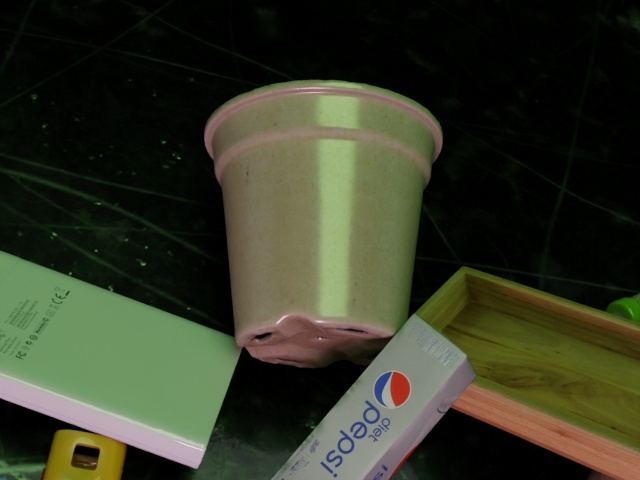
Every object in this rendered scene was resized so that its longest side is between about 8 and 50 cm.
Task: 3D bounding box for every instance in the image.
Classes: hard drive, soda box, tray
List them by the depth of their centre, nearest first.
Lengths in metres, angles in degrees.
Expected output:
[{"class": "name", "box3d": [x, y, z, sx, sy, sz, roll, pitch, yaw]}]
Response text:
[{"class": "soda box", "box3d": [0.067, 0.236, 1.292, 0.091, 0.098, 0.286, 38, 81, 26]}, {"class": "hard drive", "box3d": [-0.288, 0.141, 1.306, 0.353, 0.047, 0.233, 20, 29, -2]}, {"class": "tray", "box3d": [0.305, 0.171, 1.371, 0.411, 0.076, 0.203, 18, 46, 39]}]

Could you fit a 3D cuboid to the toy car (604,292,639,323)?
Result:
[{"class": "toy car", "box3d": [0.489, 0.171, 1.518, 0.155, 0.149, 0.188, -15, 74, -36]}]

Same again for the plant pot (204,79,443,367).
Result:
[{"class": "plant pot", "box3d": [0.000, 0.000, 1.397, 0.334, 0.334, 0.305, 6, 68, -12]}]

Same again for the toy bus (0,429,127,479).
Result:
[{"class": "toy bus", "box3d": [-0.288, 0.321, 1.205, 0.191, 0.104, 0.202, -31, 70, -30]}]

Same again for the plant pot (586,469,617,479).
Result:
[{"class": "plant pot", "box3d": [0.425, 0.351, 1.365, 0.237, 0.110, 0.237, 6, 80, -32]}]
